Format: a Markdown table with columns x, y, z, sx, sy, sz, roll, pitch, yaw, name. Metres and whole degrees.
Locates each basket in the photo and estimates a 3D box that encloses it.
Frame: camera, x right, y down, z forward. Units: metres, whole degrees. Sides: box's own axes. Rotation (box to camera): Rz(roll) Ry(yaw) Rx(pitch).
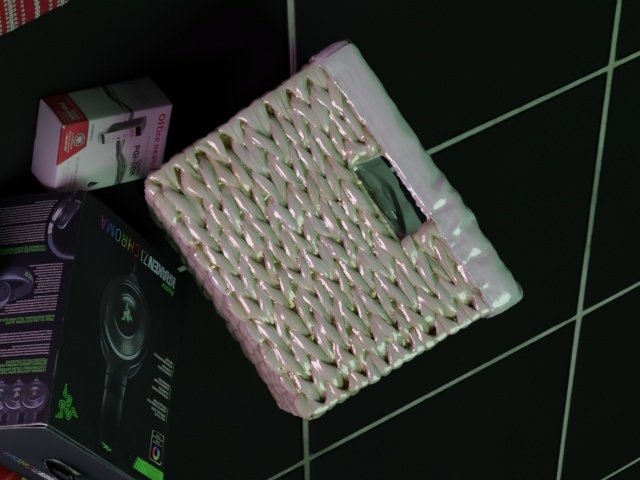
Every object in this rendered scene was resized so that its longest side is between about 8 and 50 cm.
| x | y | z | sx | sy | sz | roll | pitch | yaw | name |
| --- | --- | --- | --- | --- | --- | --- | --- | --- | --- |
| 0.000 | 0.000 | 1.964 | 0.266 | 0.328 | 0.331 | -34 | -179 | -7 | basket |

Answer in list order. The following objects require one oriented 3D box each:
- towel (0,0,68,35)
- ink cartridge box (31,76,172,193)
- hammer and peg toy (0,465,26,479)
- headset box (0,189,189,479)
| x | y | z | sx | sy | sz | roll | pitch | yaw | name |
| --- | --- | --- | --- | --- | --- | --- | --- | --- | --- |
| -0.265 | -0.299 | 1.722 | 0.275 | 0.031 | 0.199 | -32 | 144 | -29 | towel |
| -0.233 | -0.110 | 1.953 | 0.135 | 0.056 | 0.099 | -15 | 136 | -32 | ink cartridge box |
| -0.373 | 0.269 | 2.094 | 0.266 | 0.127 | 0.361 | -38 | 149 | -35 | hammer and peg toy |
| -0.267 | 0.128 | 1.962 | 0.131 | 0.283 | 0.246 | -5 | 153 | 24 | headset box |
